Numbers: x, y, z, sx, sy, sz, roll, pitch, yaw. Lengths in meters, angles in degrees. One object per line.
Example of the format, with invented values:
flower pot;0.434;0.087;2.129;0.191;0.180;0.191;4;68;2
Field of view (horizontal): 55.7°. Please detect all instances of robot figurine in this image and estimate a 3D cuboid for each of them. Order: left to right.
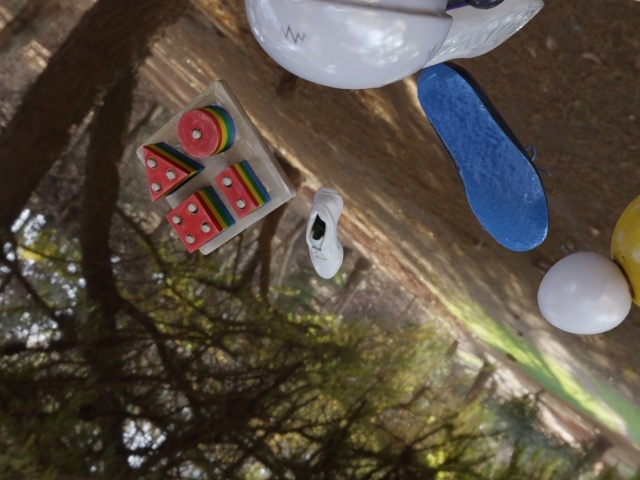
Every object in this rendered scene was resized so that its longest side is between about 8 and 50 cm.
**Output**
robot figurine;0.035;-0.255;0.449;0.174;0.278;0.209;2;-155;-16

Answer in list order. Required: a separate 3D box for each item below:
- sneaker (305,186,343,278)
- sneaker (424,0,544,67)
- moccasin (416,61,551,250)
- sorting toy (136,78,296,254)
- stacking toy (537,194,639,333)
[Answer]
sneaker;0.000;0.000;0.871;0.054;0.061;0.152;11;129;17
sneaker;0.166;-0.386;0.874;0.236;0.323;0.130;59;145;6
moccasin;0.284;-0.149;0.992;0.342;0.138;0.117;62;-151;-13
sorting toy;-0.222;-0.125;1.152;0.255;0.257;0.089;57;-149;-3
stacking toy;0.532;0.001;0.828;0.350;0.480;0.350;-22;-90;-81
